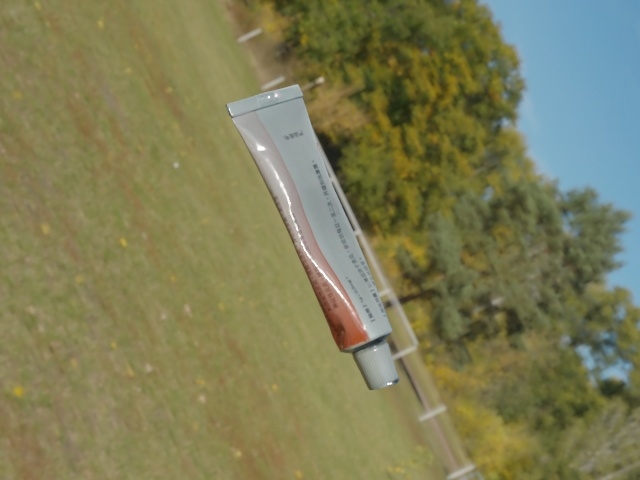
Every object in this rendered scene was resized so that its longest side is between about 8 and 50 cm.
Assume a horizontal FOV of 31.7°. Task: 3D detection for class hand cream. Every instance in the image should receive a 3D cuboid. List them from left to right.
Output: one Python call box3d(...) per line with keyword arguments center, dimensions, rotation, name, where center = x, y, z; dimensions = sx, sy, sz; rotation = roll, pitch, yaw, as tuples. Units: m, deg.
box3d(center=(0.000, 0.000, 0.760), dimensions=(0.052, 0.038, 0.216), rotation=(-14, 79, -61), name="hand cream")
